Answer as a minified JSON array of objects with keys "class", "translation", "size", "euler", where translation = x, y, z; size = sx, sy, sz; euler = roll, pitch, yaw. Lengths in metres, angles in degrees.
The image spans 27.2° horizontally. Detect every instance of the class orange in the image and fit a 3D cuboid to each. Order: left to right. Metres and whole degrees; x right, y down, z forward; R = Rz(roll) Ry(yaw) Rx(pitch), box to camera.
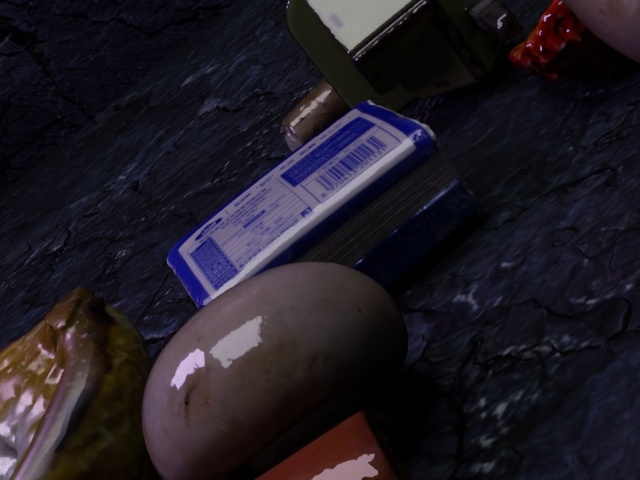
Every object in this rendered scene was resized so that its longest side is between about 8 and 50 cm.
[{"class":"orange","translation":[-0.259,0.236,1.106],"size":[0.368,0.210,0.271],"euler":[-41,22,-8]}]

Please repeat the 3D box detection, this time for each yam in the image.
[{"class":"yam","translation":[0.075,-0.230,1.721],"size":[0.317,0.067,0.071],"euler":[-42,49,-8]}]

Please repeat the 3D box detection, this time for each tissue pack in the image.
[{"class":"tissue pack","translation":[0.000,0.000,1.269],"size":[0.269,0.137,0.209],"euler":[-39,19,-6]}]

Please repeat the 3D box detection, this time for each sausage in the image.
[{"class":"sausage","translation":[-0.047,0.227,0.895],"size":[0.259,0.114,0.113],"euler":[-37,20,6]}]

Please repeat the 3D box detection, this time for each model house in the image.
[{"class":"model house","translation":[0.103,-0.227,1.468],"size":[0.218,0.205,0.279],"euler":[-39,21,6]}]

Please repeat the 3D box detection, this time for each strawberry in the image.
[{"class":"strawberry","translation":[0.276,-0.217,1.298],"size":[0.190,0.111,0.236],"euler":[-56,0,-13]}]

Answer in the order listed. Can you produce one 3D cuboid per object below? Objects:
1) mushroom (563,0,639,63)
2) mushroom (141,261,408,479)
[{"class":"mushroom","translation":[0.313,-0.289,1.033],"size":[0.292,0.292,0.290],"euler":[-54,-20,-34]},{"class":"mushroom","translation":[-0.030,0.120,1.021],"size":[0.226,0.178,0.226],"euler":[-27,-10,-5]}]
